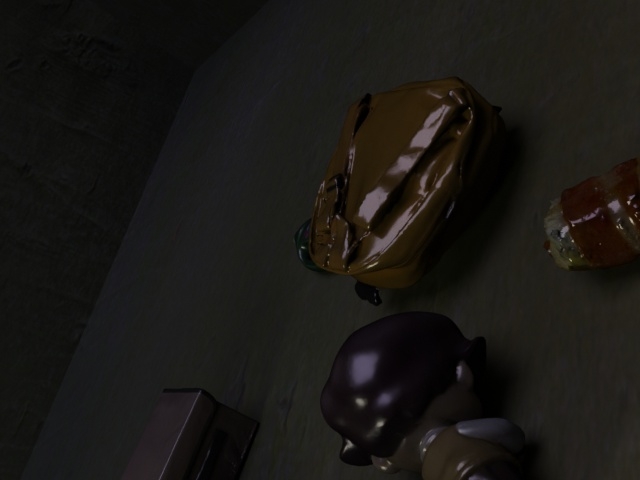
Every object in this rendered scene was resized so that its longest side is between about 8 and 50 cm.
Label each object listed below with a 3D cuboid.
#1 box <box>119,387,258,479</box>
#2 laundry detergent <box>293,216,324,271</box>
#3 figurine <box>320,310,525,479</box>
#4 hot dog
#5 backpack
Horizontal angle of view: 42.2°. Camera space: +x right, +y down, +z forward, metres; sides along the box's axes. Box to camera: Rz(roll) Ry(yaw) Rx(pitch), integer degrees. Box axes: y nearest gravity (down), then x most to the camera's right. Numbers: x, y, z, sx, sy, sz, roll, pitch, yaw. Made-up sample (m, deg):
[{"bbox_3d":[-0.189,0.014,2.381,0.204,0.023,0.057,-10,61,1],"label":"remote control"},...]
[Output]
[{"bbox_3d":[-0.255,0.421,1.550,0.188,0.153,0.252,-14,49,54],"label":"box"},{"bbox_3d":[0.000,0.000,1.664,0.211,0.063,0.137,-10,59,58],"label":"laundry detergent"},{"bbox_3d":[0.159,0.235,1.030,0.365,0.206,0.218,42,124,41],"label":"figurine"},{"bbox_3d":[0.366,-0.032,0.992,0.213,0.103,0.146,-24,19,37],"label":"hot dog"},{"bbox_3d":[0.130,-0.088,1.359,0.378,0.201,0.353,-58,26,-6],"label":"backpack"}]
